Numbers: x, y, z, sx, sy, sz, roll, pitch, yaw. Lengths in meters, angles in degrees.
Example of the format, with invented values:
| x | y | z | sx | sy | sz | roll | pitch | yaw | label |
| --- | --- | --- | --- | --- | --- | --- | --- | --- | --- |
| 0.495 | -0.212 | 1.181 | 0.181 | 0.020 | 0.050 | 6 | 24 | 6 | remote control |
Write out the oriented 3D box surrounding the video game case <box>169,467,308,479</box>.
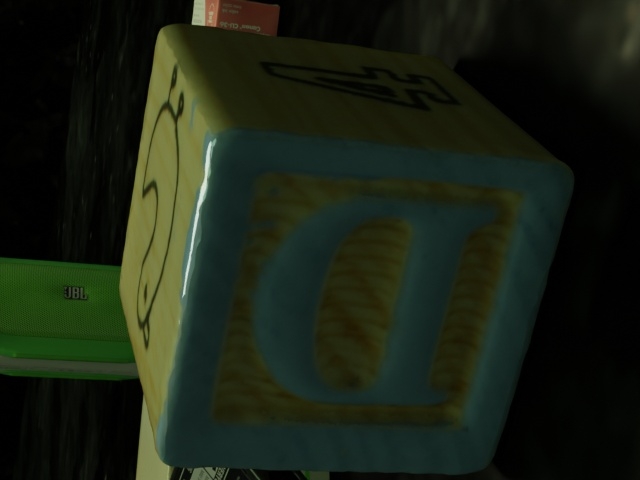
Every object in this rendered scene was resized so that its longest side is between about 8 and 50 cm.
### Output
| x | y | z | sx | sy | sz | roll | pitch | yaw | label |
| --- | --- | --- | --- | --- | --- | --- | --- | --- | --- |
| -0.028 | 0.272 | 0.779 | 0.248 | 0.035 | 0.275 | 46 | 134 | 28 | video game case |

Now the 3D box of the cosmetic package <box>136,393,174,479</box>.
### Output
| x | y | z | sx | sy | sz | roll | pitch | yaw | label |
| --- | --- | --- | --- | --- | --- | --- | --- | --- | --- |
| -0.088 | 0.121 | 1.068 | 0.160 | 0.113 | 0.310 | -175 | 89 | -72 | cosmetic package |

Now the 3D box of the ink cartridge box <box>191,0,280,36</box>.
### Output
| x | y | z | sx | sy | sz | roll | pitch | yaw | label |
| --- | --- | --- | --- | --- | --- | --- | --- | --- | --- |
| -0.097 | -0.143 | 1.233 | 0.115 | 0.067 | 0.198 | -148 | 64 | -70 | ink cartridge box |

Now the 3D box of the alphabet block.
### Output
| x | y | z | sx | sy | sz | roll | pitch | yaw | label |
| --- | --- | --- | --- | --- | --- | --- | --- | --- | --- |
| 0.000 | 0.000 | 0.695 | 0.197 | 0.193 | 0.192 | -123 | 43 | -62 | alphabet block |

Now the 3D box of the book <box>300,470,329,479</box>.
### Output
| x | y | z | sx | sy | sz | roll | pitch | yaw | label |
| --- | --- | --- | --- | --- | --- | --- | --- | --- | --- |
| -0.041 | 0.211 | 0.919 | 0.035 | 0.096 | 0.144 | 124 | 146 | -58 | book |

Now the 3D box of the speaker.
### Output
| x | y | z | sx | sy | sz | roll | pitch | yaw | label |
| --- | --- | --- | --- | --- | --- | --- | --- | --- | --- |
| -0.284 | 0.087 | 1.377 | 0.131 | 0.296 | 0.131 | -175 | 90 | -72 | speaker |
